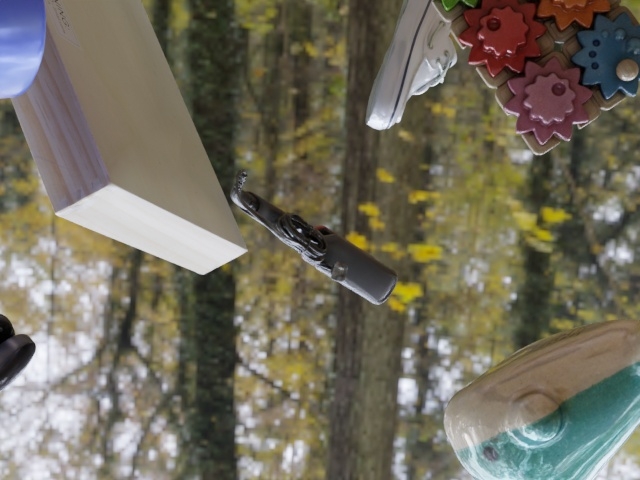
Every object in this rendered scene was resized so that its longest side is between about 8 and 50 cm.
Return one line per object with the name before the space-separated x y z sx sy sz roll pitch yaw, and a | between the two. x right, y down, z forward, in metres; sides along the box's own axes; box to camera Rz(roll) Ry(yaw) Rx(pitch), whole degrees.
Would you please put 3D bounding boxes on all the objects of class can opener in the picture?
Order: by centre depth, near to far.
can opener | -0.353 0.139 1.156 0.186 0.059 0.073 -40 -156 -21

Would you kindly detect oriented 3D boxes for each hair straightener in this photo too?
hair straightener | 0.000 0.000 1.188 0.230 0.047 0.089 39 177 -40

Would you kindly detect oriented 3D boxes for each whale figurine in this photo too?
whale figurine | 0.249 0.155 1.164 0.272 0.141 0.216 -30 175 32

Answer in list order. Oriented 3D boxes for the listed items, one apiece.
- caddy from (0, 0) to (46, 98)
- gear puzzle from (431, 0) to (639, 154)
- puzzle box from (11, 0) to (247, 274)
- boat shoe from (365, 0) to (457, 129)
caddy | -0.273 -0.196 0.689 0.179 0.241 0.341 -4 -160 -27
gear puzzle | 0.188 -0.265 1.213 0.175 0.339 0.044 -33 175 0
puzzle box | -0.203 -0.179 1.044 0.052 0.409 0.272 -28 162 11
boat shoe | 0.112 -0.206 1.350 0.075 0.083 0.226 21 -120 -3
